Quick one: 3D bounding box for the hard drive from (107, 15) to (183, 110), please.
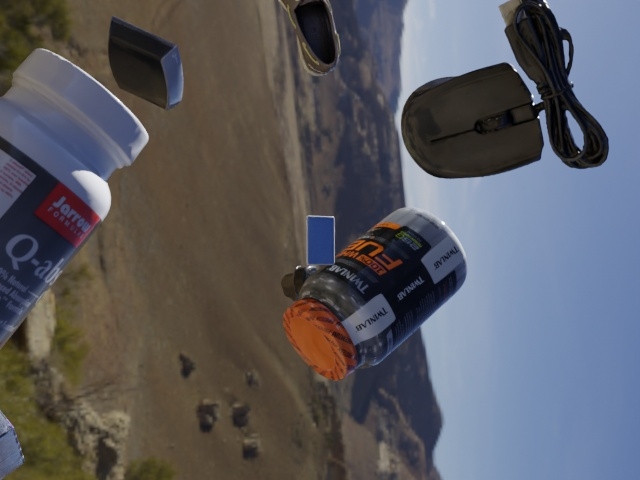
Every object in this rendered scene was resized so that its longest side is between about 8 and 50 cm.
[{"bbox_3d":[-0.395,-0.386,1.824,0.254,0.172,0.054,114,1,-71],"label":"hard drive"}]

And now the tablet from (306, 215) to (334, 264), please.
[{"bbox_3d":[0.000,0.000,1.385,0.006,0.054,0.083,-3,-94,61],"label":"tablet"}]

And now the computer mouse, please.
[{"bbox_3d":[0.167,-0.135,0.897,0.272,0.072,0.188,-14,-76,59],"label":"computer mouse"}]

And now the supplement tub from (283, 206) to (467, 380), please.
[{"bbox_3d":[0.104,0.101,1.544,0.338,0.207,0.207,-37,146,-30],"label":"supplement tub"}]

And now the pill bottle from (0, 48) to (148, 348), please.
[{"bbox_3d":[-0.382,-0.035,0.955,0.363,0.210,0.210,-54,165,-13],"label":"pill bottle"}]

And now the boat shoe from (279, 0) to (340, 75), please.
[{"bbox_3d":[-0.031,-0.559,1.950,0.097,0.117,0.324,-171,-117,-74],"label":"boat shoe"}]

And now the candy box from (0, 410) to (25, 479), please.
[{"bbox_3d":[-0.692,0.383,1.668,0.165,0.070,0.196,43,-32,18],"label":"candy box"}]

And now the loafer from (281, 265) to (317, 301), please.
[{"bbox_3d":[-0.051,0.106,1.810,0.220,0.078,0.080,90,8,-73],"label":"loafer"}]
